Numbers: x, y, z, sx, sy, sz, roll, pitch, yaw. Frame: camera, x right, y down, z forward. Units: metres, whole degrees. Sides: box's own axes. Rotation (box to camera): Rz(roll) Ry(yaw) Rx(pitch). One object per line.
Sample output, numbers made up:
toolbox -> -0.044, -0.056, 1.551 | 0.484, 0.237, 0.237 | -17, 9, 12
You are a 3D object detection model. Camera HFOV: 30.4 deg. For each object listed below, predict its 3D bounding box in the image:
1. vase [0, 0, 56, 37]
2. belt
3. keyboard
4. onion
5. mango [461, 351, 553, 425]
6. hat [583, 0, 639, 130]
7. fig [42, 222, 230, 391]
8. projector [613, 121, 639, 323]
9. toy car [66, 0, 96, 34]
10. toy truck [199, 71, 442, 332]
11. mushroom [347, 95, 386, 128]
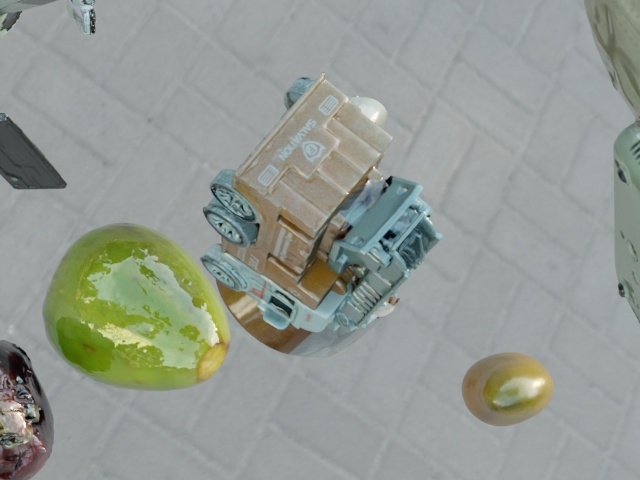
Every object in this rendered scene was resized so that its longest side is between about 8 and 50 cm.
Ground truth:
vase -> -0.252, -0.253, 0.971 | 0.165, 0.360, 0.165 | 3, 84, -30
belt -> -0.011, 0.047, 1.402 | 0.261, 0.105, 0.184 | 6, 49, -60
keyboard -> -0.264, -0.075, 1.003 | 0.053, 0.155, 0.010 | 0, 71, 6
onion -> -0.508, 0.267, 1.749 | 0.281, 0.281, 0.221 | 37, 57, -13
mango -> 0.214, 0.169, 1.347 | 0.102, 0.184, 0.084 | -11, 79, 2
hat -> 0.171, -0.158, 0.549 | 0.245, 0.149, 0.214 | 38, 31, -49
fig -> -0.274, 0.113, 1.824 | 0.258, 0.326, 0.258 | -28, 128, -43
projector -> 0.325, 0.032, 0.978 | 0.108, 0.250, 0.198 | -21, 57, 2
toy car -> -0.288, -0.278, 1.394 | 0.025, 0.041, 0.093 | -13, 40, -25
toy truck -> 0.000, 0.000, 1.095 | 0.184, 0.338, 0.133 | 37, 71, 6
mushroom -> 0.018, -0.137, 1.779 | 0.093, 0.116, 0.225 | 37, 51, -1
